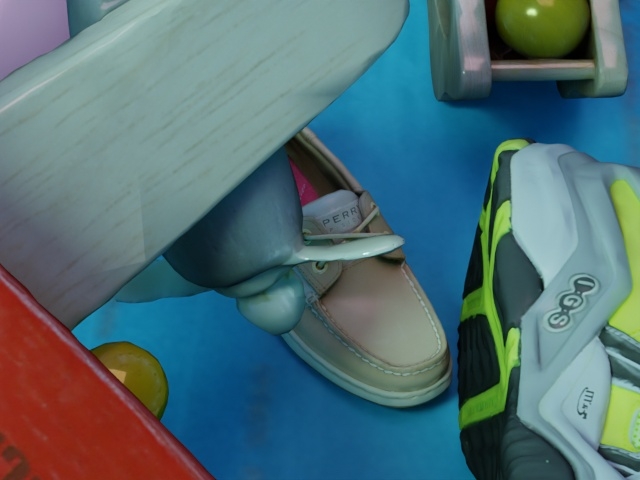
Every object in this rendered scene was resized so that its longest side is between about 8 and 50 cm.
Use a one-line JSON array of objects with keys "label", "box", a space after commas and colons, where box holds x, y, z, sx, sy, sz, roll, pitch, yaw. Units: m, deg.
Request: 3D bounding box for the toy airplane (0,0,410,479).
[{"label": "toy airplane", "box": [-0.150, 0.056, 0.661, 0.386, 0.272, 0.384, 5, 78, -21]}]

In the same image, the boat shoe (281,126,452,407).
[{"label": "boat shoe", "box": [0.000, 0.000, 0.872, 0.063, 0.059, 0.170, -24, 56, -27]}]

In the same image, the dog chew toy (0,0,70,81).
[{"label": "dog chew toy", "box": [-0.194, -0.151, 0.898, 0.207, 0.206, 0.332, -20, 62, -24]}]

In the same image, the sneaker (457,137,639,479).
[{"label": "sneaker", "box": [0.131, 0.108, 0.739, 0.147, 0.145, 0.384, 6, 49, -2]}]

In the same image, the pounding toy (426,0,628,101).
[{"label": "pounding toy", "box": [0.127, -0.192, 0.952, 0.155, 0.154, 0.269, -1, 74, -5]}]
